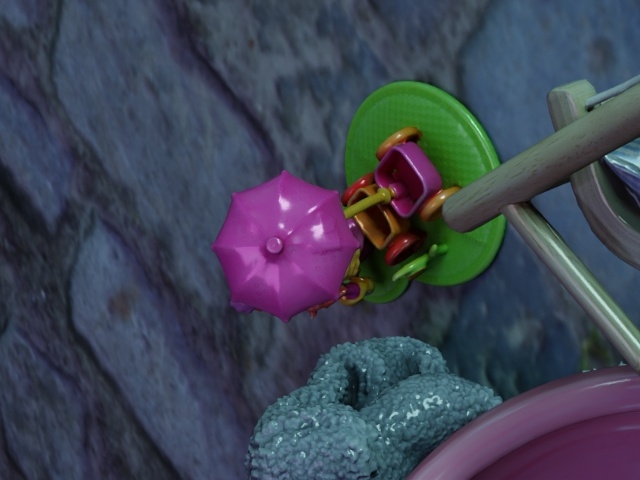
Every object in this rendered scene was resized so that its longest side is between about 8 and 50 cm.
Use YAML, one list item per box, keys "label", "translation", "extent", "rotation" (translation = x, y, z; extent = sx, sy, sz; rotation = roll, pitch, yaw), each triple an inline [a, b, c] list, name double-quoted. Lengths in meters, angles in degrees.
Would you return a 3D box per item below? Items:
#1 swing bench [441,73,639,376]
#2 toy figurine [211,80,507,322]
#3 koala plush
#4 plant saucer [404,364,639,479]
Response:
- label: "swing bench"
  translation: [0.232, -0.063, 0.815]
  extent: [0.165, 0.253, 0.255]
  rotation: [51, 136, 18]
- label: "toy figurine"
  translation: [0.000, 0.000, 1.162]
  extent: [0.130, 0.159, 0.173]
  rotation: [55, 138, 14]
- label: "koala plush"
  translation: [0.102, 0.148, 1.137]
  extent: [0.221, 0.203, 0.196]
  rotation: [1, 118, 25]
- label: "plant saucer"
  translation: [0.172, 0.219, 1.023]
  extent: [0.332, 0.084, 0.332]
  rotation: [0, 102, 1]
